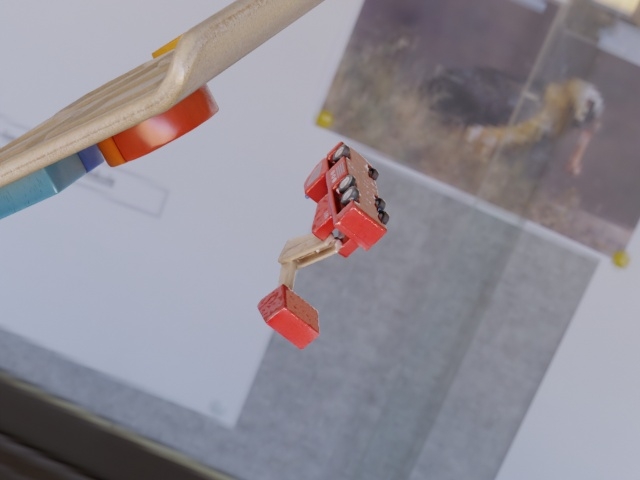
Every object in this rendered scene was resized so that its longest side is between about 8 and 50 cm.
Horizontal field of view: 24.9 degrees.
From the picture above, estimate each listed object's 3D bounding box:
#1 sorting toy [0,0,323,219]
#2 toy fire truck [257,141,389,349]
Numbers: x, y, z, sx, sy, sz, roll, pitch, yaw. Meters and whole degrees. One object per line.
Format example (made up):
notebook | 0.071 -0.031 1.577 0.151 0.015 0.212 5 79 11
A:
sorting toy | -0.077 -0.090 0.802 0.041 0.229 0.307 58 34 -10
toy fire truck | 0.000 0.000 1.353 0.047 0.135 0.192 38 20 -24
